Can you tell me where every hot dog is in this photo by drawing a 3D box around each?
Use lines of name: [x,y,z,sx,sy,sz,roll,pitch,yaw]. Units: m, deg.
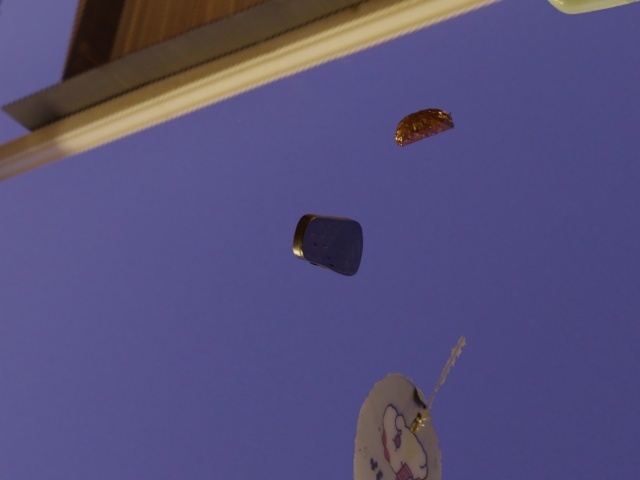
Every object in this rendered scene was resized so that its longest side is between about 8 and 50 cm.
hot dog: [0.139,-0.156,1.124,0.083,0.058,0.035,-19,-96,14]

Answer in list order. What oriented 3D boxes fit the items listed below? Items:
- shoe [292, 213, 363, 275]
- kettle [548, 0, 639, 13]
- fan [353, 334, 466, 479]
shoe: [0.000,0.000,1.008,0.049,0.179,0.071,12,-91,27]
kettle: [0.278,-0.426,1.104,0.205,0.265,0.318,-16,-167,-15]
fan: [0.117,0.209,0.972,0.009,0.190,0.329,-12,-155,35]
